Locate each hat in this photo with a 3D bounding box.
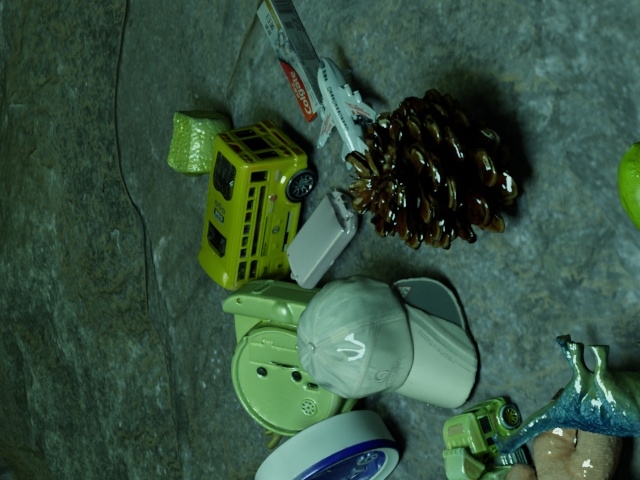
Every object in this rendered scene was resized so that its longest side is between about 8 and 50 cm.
[{"bbox_3d":[0.094,0.168,1.757,0.275,0.161,0.232,26,133,7],"label":"hat"}]

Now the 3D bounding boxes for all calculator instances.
[{"bbox_3d":[0.000,0.000,1.917,0.175,0.032,0.100,-53,38,28],"label":"calculator"}]

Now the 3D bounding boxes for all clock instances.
[{"bbox_3d":[0.011,0.361,1.899,0.083,0.230,0.230,62,144,27],"label":"clock"},{"bbox_3d":[-0.042,0.225,1.974,0.235,0.096,0.308,7,111,24],"label":"clock"}]

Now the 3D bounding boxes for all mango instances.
[{"bbox_3d":[0.385,-0.033,1.336,0.074,0.091,0.165,-34,72,44],"label":"mango"}]

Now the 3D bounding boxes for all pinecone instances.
[{"bbox_3d":[0.138,-0.083,1.581,0.221,0.221,0.221,25,121,50],"label":"pinecone"}]

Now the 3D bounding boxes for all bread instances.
[{"bbox_3d":[-0.212,-0.174,2.155,0.129,0.111,0.114,22,114,54],"label":"bread"}]

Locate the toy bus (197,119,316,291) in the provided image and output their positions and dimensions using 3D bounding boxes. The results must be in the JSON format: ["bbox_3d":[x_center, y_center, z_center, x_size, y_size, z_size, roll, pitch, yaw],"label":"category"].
[{"bbox_3d":[-0.119,-0.029,2.028,0.145,0.151,0.331,44,135,40],"label":"toy bus"}]

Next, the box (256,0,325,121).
[{"bbox_3d":[-0.038,-0.295,1.916,0.055,0.039,0.218,-44,64,51],"label":"box"}]

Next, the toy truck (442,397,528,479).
[{"bbox_3d":[0.233,0.325,1.660,0.085,0.116,0.191,-28,78,54],"label":"toy truck"}]

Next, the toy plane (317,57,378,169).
[{"bbox_3d":[0.037,-0.197,1.816,0.162,0.065,0.171,-17,85,57],"label":"toy plane"}]

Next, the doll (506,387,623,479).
[{"bbox_3d":[0.337,0.348,1.529,0.201,0.156,0.303,4,76,54],"label":"doll"}]

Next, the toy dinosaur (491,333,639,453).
[{"bbox_3d":[0.353,0.187,1.440,0.363,0.076,0.147,-7,91,40],"label":"toy dinosaur"}]
